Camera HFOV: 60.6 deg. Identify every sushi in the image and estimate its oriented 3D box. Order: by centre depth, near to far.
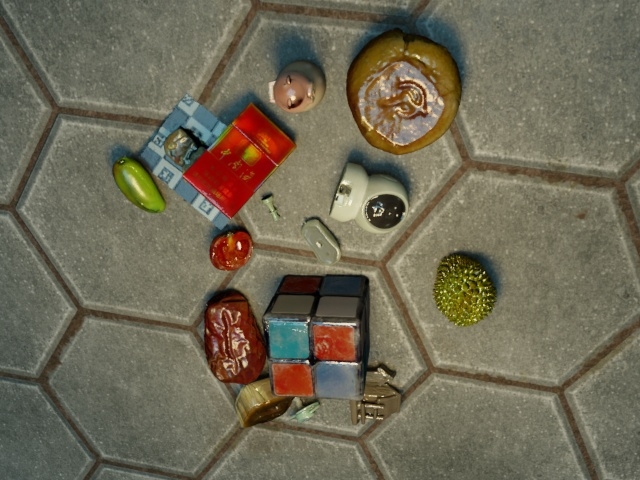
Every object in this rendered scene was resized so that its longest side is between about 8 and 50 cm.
[{"bbox_3d":[-0.385,-0.242,1.771,0.373,0.100,0.296,41,105,-8],"label":"sushi"}]

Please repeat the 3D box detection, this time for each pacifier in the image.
[{"bbox_3d":[-0.068,0.637,2.116,0.116,0.126,0.150,62,145,22],"label":"pacifier"}]

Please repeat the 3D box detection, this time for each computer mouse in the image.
[{"bbox_3d":[0.000,0.000,1.853,0.089,0.056,0.182,-37,94,19],"label":"computer mouse"}]

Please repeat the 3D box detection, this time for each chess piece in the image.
[{"bbox_3d":[-0.163,-0.106,1.847,0.042,0.042,0.093,-18,115,16],"label":"chess piece"}]

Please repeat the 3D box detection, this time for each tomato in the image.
[{"bbox_3d":[-0.322,0.029,1.887,0.091,0.159,0.139,18,124,48],"label":"tomato"}]

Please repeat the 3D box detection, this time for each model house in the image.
[{"bbox_3d":[0.203,0.566,2.018,0.188,0.122,0.229,-1,109,7],"label":"model house"}]

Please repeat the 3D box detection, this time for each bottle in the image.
[{"bbox_3d":[-0.070,-0.438,1.585,0.147,0.236,0.147,3,112,7],"label":"bottle"}]

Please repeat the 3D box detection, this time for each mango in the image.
[{"bbox_3d":[-0.614,-0.179,1.850,0.111,0.125,0.233,-39,127,-8],"label":"mango"}]

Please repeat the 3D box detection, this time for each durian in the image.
[{"bbox_3d":[0.471,0.174,1.792,0.200,0.176,0.237,-8,124,33],"label":"durian"}]

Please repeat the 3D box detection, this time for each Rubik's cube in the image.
[{"bbox_3d":[0.001,0.319,1.845,0.313,0.316,0.318,1,111,10],"label":"Rubik's cube"}]

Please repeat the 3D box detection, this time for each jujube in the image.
[{"bbox_3d":[-0.313,0.355,1.985,0.216,0.216,0.342,-10,98,13],"label":"jujube"}]

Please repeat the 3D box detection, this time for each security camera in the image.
[{"bbox_3d":[0.160,-0.123,1.710,0.236,0.194,0.194,20,114,-5],"label":"security camera"}]

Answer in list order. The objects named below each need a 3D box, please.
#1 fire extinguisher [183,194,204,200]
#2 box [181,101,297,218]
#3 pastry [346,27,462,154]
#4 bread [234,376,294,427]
[{"bbox_3d":[-0.419,-0.160,1.875,0.100,0.046,0.032,-3,157,3],"label":"fire extinguisher"},{"bbox_3d":[-0.249,-0.244,1.702,0.197,0.089,0.313,42,83,-8],"label":"box"},{"bbox_3d":[0.236,-0.425,1.587,0.356,0.164,0.356,1,109,4],"label":"pastry"},{"bbox_3d":[-0.202,0.604,2.047,0.210,0.110,0.192,-7,139,-34],"label":"bread"}]
